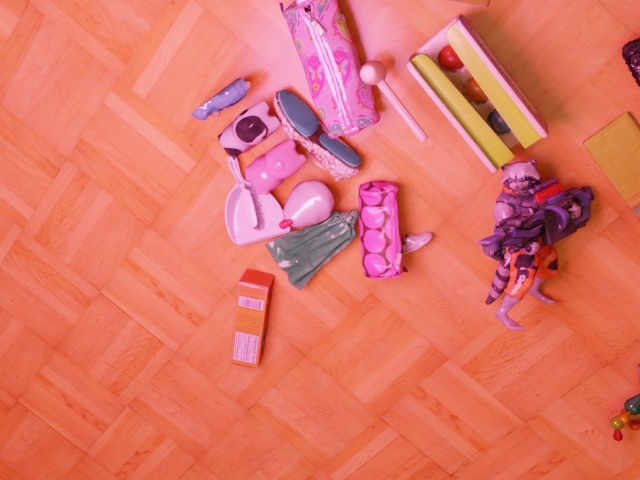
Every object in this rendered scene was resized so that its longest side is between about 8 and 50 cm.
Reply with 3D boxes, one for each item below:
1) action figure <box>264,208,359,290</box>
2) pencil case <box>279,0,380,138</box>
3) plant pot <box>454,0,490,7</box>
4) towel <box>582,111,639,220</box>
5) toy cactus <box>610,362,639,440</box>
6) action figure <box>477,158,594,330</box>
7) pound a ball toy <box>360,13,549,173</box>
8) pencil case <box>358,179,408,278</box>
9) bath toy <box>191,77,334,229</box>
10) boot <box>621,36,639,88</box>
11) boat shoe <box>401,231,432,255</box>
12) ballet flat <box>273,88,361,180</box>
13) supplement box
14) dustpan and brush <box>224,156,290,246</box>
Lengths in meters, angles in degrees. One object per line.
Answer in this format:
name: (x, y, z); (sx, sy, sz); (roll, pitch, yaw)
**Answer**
action figure: (0.000, 0.000, 1.423); (0.232, 0.063, 0.137); (-35, 99, 26)
pencil case: (0.021, -0.348, 1.246); (0.124, 0.124, 0.284); (-15, 109, 17)
plant pot: (0.191, -0.530, 1.021); (0.212, 0.212, 0.187); (-3, 138, -31)
towel: (0.633, -0.134, 1.258); (0.102, 0.021, 0.237); (-38, 99, 17)
toy cactus: (0.745, 0.361, 1.401); (0.219, 0.112, 0.180); (-18, 97, 27)
action figure: (0.384, 0.003, 1.260); (0.178, 0.341, 0.330); (16, 114, 51)
pound a ball toy: (0.256, -0.277, 1.217); (0.208, 0.136, 0.319); (-37, 101, 28)
pencil case: (0.134, -0.023, 1.355); (0.095, 0.098, 0.209); (-13, 105, -22)
bath toy: (-0.116, -0.164, 1.334); (0.129, 0.151, 0.348); (-40, 98, -14)
boot: (0.710, -0.262, 1.069); (0.260, 0.131, 0.348); (-31, 61, 18)
boat shoe: (0.199, 0.003, 1.399); (0.100, 0.035, 0.035); (-29, 106, 28)
ballet flat: (-0.019, -0.212, 1.334); (0.241, 0.091, 0.077); (44, 137, -3)
supplement box: (-0.167, 0.192, 1.531); (0.080, 0.078, 0.233); (13, 115, 3)
dustpan and brush: (-0.165, -0.101, 1.416); (0.147, 0.060, 0.211); (-16, 90, 20)
